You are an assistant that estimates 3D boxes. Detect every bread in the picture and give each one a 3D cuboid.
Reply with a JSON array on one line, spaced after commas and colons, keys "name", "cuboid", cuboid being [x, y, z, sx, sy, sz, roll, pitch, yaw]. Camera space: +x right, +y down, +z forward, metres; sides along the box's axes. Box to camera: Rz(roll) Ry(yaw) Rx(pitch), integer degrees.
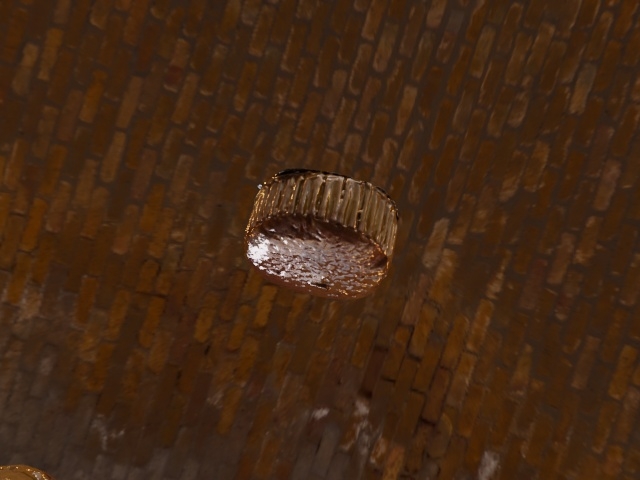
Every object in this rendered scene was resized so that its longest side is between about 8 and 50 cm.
[{"name": "bread", "cuboid": [0.000, 0.001, 1.109, 0.199, 0.199, 0.104, 7, -126, 6]}]

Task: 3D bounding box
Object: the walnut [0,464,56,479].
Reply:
[{"name": "walnut", "cuboid": [-0.339, 0.312, 0.919, 0.180, 0.144, 0.144, -17, -92, 18]}]
